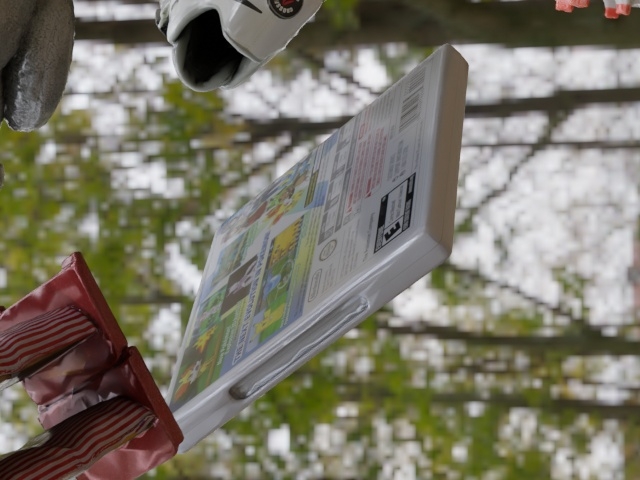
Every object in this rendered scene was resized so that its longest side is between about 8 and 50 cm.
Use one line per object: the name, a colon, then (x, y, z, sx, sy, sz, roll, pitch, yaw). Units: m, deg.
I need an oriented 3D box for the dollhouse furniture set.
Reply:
dollhouse furniture set: (-0.295, 0.176, 1.275, 0.201, 0.374, 0.152, -29, -92, -50)

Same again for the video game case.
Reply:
video game case: (0.000, 0.000, 1.565, 0.036, 0.300, 0.329, 43, -153, -18)

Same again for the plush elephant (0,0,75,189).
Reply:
plush elephant: (-0.260, -0.242, 1.485, 0.255, 0.272, 0.330, -45, -1, -34)

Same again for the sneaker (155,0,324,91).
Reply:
sneaker: (-0.102, -0.204, 1.701, 0.146, 0.122, 0.330, -56, 16, -13)

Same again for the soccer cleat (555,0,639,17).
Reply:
soccer cleat: (0.224, -0.160, 1.078, 0.068, 0.196, 0.076, -168, 85, -76)
